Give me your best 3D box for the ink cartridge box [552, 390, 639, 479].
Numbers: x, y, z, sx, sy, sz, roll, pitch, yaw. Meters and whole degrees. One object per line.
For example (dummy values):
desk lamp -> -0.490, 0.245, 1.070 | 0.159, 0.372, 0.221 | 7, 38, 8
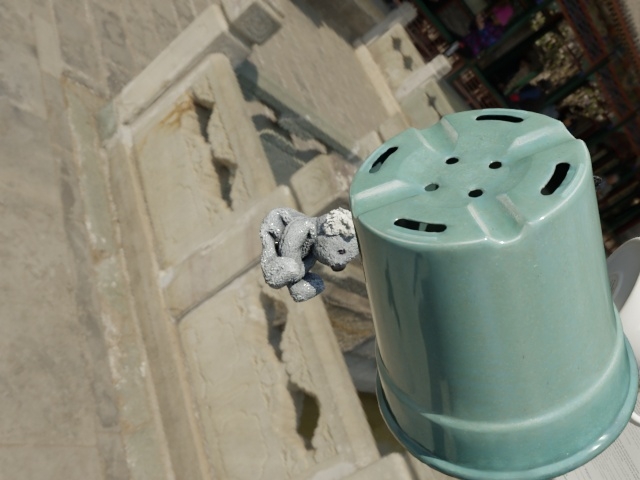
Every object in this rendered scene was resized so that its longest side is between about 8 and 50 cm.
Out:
ink cartridge box -> 0.606, 0.467, 1.184 | 0.071, 0.330, 0.324 | 22, 33, -29

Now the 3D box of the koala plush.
koala plush -> 0.000, 0.000, 1.395 | 0.196, 0.221, 0.203 | 37, 40, -62

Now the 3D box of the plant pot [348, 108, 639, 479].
plant pot -> 0.195, 0.047, 0.781 | 0.341, 0.341, 0.334 | -94, 167, -54

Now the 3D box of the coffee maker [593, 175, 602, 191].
coffee maker -> 0.467, -0.054, 1.236 | 0.120, 0.171, 0.178 | 79, 12, -62

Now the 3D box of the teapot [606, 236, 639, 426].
teapot -> 0.544, 0.134, 1.057 | 0.187, 0.256, 0.252 | 30, 22, 5
